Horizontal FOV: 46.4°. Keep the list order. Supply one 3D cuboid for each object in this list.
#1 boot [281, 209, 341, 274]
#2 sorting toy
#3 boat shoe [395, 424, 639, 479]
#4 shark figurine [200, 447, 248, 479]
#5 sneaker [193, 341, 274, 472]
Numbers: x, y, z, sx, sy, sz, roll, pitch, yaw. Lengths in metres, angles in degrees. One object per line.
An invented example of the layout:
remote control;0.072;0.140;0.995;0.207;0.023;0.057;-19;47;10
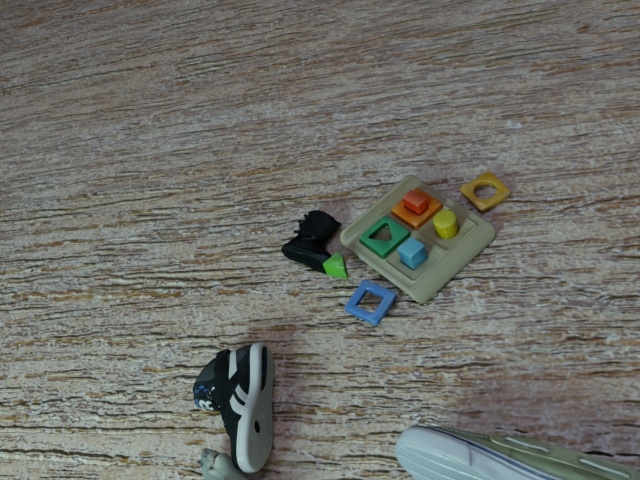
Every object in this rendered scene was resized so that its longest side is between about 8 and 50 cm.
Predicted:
boot;0.000;0.000;1.292;0.121;0.045;0.099;20;57;35
sorting toy;0.154;-0.017;1.208;0.347;0.047;0.196;-40;53;-15
boat shoe;0.242;0.286;0.908;0.302;0.109;0.094;16;45;25
shark figurine;-0.144;0.391;0.969;0.166;0.278;0.116;27;106;9
sneaker;-0.137;0.258;1.120;0.121;0.079;0.217;-16;39;17
